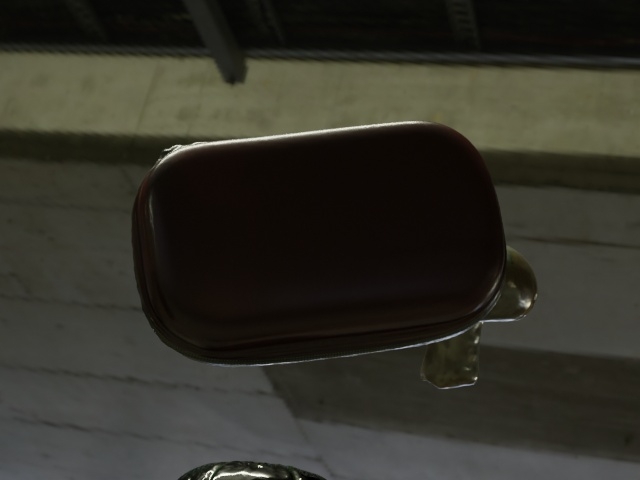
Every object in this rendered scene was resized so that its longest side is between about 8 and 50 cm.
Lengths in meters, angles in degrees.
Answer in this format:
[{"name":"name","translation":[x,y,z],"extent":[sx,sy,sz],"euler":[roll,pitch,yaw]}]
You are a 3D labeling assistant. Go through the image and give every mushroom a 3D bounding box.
[{"name":"mushroom","translation":[0.211,0.109,1.838],"extent":[0.243,0.243,0.243],"euler":[10,-27,5]}]

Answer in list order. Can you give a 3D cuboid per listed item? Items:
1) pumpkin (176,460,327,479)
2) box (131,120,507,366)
[{"name":"pumpkin","translation":[-0.078,0.384,1.425],"extent":[0.248,0.248,0.248],"euler":[10,-27,5]},{"name":"box","translation":[0.000,0.000,1.310],"extent":[0.404,0.263,0.108],"euler":[-6,-22,-7]}]
